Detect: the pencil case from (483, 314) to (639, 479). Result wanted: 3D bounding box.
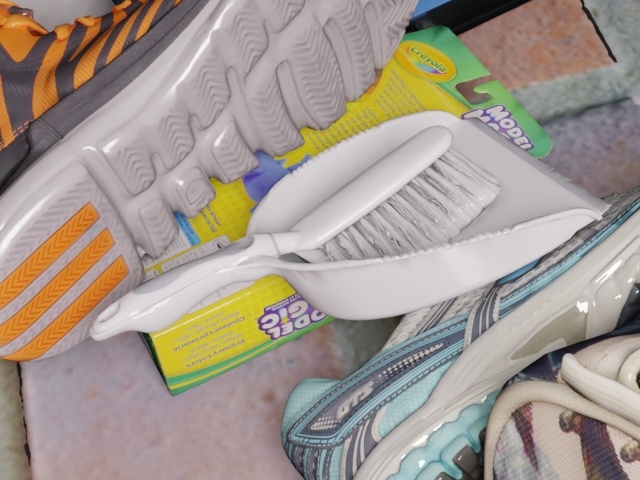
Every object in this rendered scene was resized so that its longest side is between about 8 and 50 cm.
[{"bbox_3d":[0.253,0.011,0.646,0.410,0.184,0.160,-37,60,-23],"label":"pencil case"}]

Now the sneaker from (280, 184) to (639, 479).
[{"bbox_3d":[0.099,0.025,0.717,0.283,0.110,0.122,-37,46,-24],"label":"sneaker"}]

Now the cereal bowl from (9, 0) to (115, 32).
[{"bbox_3d":[-0.241,-0.264,1.033,0.338,0.141,0.339,-5,48,6],"label":"cereal bowl"}]

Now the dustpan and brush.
[{"bbox_3d":[0.000,0.000,0.703,0.211,0.060,0.147,-34,29,-6],"label":"dustpan and brush"}]

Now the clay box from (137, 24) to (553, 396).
[{"bbox_3d":[-0.003,-0.023,0.817,0.222,0.053,0.127,-24,47,-12],"label":"clay box"}]

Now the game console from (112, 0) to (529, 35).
[{"bbox_3d":[0.000,-0.243,0.893,0.293,0.250,0.173,-28,39,-21],"label":"game console"}]

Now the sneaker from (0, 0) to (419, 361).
[{"bbox_3d":[-0.100,-0.098,0.786,0.180,0.125,0.321,32,63,34],"label":"sneaker"}]
